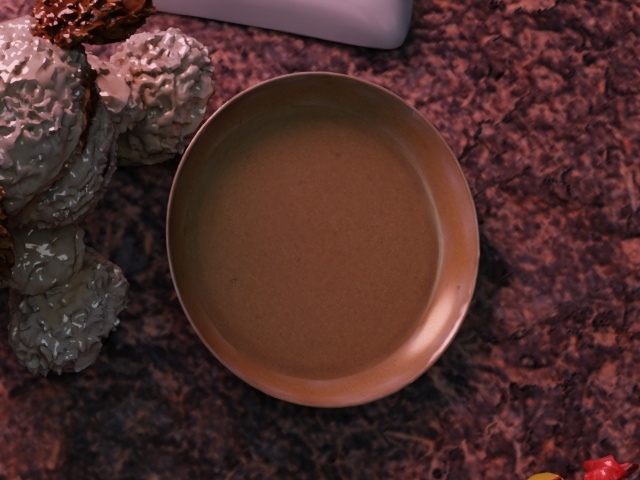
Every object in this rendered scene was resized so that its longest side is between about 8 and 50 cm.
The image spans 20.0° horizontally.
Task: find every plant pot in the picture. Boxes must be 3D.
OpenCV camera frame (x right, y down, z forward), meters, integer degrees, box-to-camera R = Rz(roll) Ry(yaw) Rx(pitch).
[{"bbox_3d":[0.000,0.000,1.276,0.236,0.032,0.236,3,83,-22],"label":"plant pot"}]

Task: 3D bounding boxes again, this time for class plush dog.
[{"bbox_3d":[-0.198,-0.067,1.194,0.211,0.225,0.262,23,75,-1],"label":"plush dog"}]

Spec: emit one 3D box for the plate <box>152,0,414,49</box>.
[{"bbox_3d":[-0.051,-0.297,1.363,0.278,0.045,0.277,9,75,-5],"label":"plate"}]

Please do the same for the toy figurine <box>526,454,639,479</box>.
[{"bbox_3d":[0.065,0.293,1.166,0.363,0.191,0.217,-17,84,-9],"label":"toy figurine"}]
